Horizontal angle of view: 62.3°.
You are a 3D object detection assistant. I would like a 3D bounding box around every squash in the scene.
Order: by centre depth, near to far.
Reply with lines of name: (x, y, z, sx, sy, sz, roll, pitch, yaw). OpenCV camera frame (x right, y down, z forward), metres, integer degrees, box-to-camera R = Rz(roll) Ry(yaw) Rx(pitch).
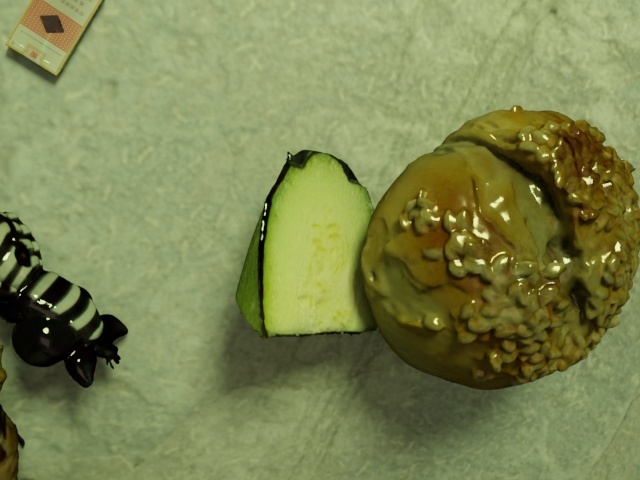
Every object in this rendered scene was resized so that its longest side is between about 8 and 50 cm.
squash: (-0.019, 0.005, 0.544, 0.192, 0.085, 0.184, 10, 77, -49)

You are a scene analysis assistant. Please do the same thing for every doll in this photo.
doll: (-0.263, 0.044, 0.473, 0.067, 0.091, 0.219, -29, 113, 17)

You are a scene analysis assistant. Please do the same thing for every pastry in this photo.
pastry: (0.205, 0.013, 0.534, 0.316, 0.184, 0.284, -27, 110, -21)

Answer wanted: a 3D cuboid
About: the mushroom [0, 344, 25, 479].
mushroom: (-0.329, 0.335, 0.479, 0.331, 0.356, 0.334, -31, 148, -10)

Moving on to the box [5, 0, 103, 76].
box: (-0.229, -0.191, 0.459, 0.046, 0.012, 0.083, 31, 94, -22)
